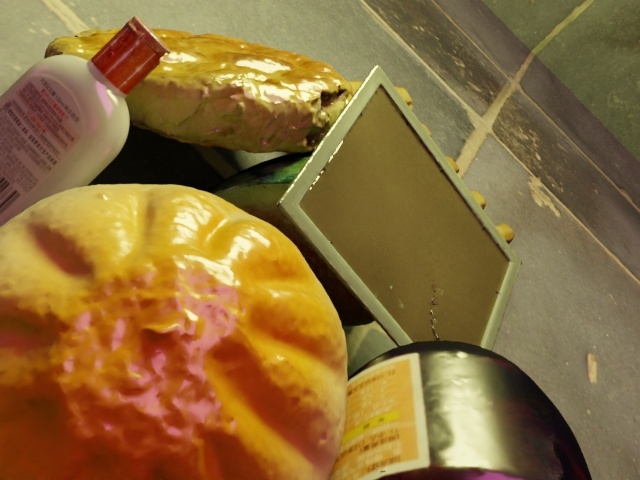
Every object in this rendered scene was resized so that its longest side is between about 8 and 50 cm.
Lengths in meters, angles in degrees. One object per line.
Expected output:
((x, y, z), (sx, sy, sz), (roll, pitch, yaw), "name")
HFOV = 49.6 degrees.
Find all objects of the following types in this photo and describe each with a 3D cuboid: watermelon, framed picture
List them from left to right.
((0.000, 0.000, 0.762), (0.261, 0.213, 0.201), (-5, 80, -45), "watermelon")
((0.095, 0.000, 0.688), (0.293, 0.018, 0.231), (50, 48, -20), "framed picture")

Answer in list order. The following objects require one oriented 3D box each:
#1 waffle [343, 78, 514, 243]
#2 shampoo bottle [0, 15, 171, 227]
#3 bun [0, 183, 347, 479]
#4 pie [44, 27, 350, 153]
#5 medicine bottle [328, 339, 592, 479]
((0.137, -0.092, 1.015), (0.348, 0.077, 0.304), (54, 25, 10), "waffle")
((-0.218, -0.096, 0.580), (0.108, 0.221, 0.051), (48, 3, 11), "shampoo bottle")
((-0.113, 0.084, 0.461), (0.298, 0.165, 0.299), (6, 68, -16), "bun")
((-0.123, -0.171, 0.750), (0.339, 0.083, 0.339), (8, 21, -3), "pie")
((0.091, 0.255, 0.473), (0.242, 0.242, 0.395), (40, 21, -9), "medicine bottle")
